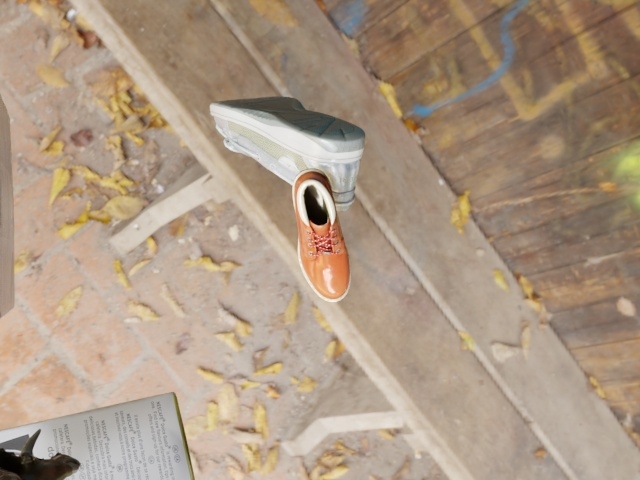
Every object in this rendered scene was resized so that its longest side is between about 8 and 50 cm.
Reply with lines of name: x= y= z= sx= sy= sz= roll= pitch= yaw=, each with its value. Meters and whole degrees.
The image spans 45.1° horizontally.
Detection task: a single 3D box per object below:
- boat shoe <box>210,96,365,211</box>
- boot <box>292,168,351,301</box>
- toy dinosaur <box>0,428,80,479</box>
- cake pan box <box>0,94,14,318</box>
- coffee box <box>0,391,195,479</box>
boat shoe: x=-0.056 y=-0.132 z=1.052 sx=0.118 sy=0.320 sz=0.103 roll=-13 pitch=116 yaw=-35
boot: x=0.000 y=0.000 z=0.869 sx=0.059 sy=0.084 sz=0.158 roll=-14 pitch=100 yaw=-1
toy dinosaur: x=-0.343 y=0.222 z=0.699 sx=0.313 sy=0.160 sz=0.121 roll=44 pitch=69 yaw=-50
cake pan box: x=-0.388 y=-0.043 z=0.874 sx=0.070 sy=0.246 sz=0.267 roll=-1 pitch=90 yaw=-20
coffee box: x=-0.317 y=0.433 z=0.996 sx=0.334 sy=0.337 sz=0.338 roll=-10 pitch=66 yaw=-17
